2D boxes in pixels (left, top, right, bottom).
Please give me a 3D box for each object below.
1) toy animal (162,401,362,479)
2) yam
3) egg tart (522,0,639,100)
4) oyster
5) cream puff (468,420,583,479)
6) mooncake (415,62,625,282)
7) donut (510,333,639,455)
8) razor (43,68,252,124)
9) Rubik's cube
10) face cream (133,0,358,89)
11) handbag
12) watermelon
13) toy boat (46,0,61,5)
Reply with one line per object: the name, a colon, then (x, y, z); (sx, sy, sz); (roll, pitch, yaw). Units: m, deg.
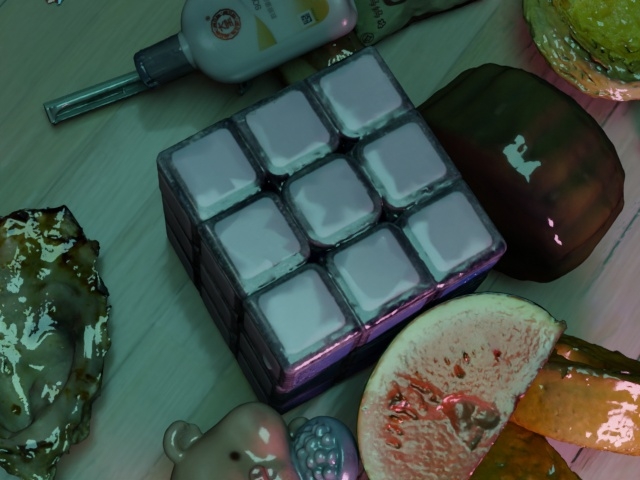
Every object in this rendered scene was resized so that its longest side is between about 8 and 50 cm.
toy animal: (-0.061, 0.301, 1.472); (0.229, 0.221, 0.210); (-23, 67, -6)
yam: (-0.012, -0.260, 1.672); (0.129, 0.128, 0.238); (-35, 81, 9)
egg tart: (0.401, -0.306, 1.747); (0.290, 0.107, 0.291); (5, 62, -9)
oyster: (-0.350, 0.131, 1.551); (0.221, 0.096, 0.361); (-19, 78, -16)
cream puff: (0.211, 0.332, 1.507); (0.244, 0.196, 0.244); (2, 76, -8)
mooncake: (0.246, -0.091, 1.579); (0.290, 0.290, 0.161); (45, 72, 6)
donut: (0.312, 0.183, 1.533); (0.277, 0.277, 0.109); (16, 94, -2)
razor: (-0.239, -0.218, 1.681); (0.277, 0.056, 0.111); (-19, 114, -5)
Rubik's cube: (0.000, 0.000, 1.510); (0.301, 0.305, 0.304); (-28, 75, -14)
face cream: (-0.104, -0.279, 1.592); (0.291, 0.071, 0.144); (-22, 87, 13)
handbag: (0.106, -0.393, 1.721); (0.235, 0.127, 0.213); (-26, 106, -13)
watermelon: (0.135, 0.181, 1.449); (0.159, 0.128, 0.303); (34, 86, 5)
toy boat: (-0.333, -0.398, 1.733); (0.149, 0.034, 0.105); (-27, 82, 0)
